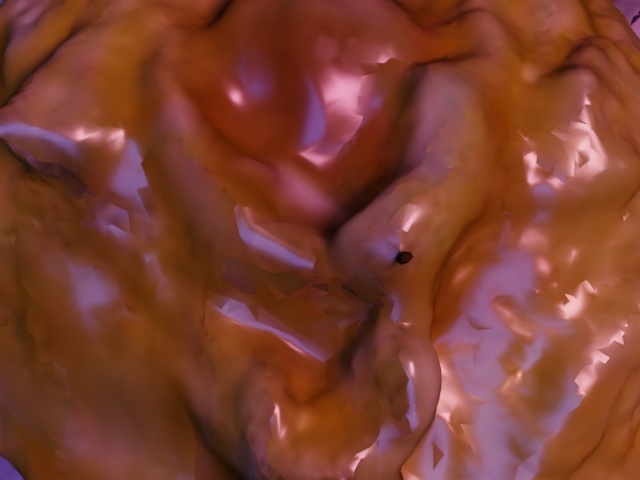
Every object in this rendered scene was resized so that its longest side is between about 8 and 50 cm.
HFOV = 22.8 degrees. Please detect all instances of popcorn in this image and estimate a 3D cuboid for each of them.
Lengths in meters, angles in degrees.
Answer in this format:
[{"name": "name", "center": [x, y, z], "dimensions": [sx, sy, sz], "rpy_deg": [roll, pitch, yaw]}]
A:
[{"name": "popcorn", "center": [-0.005, 0.007, 0.497], "dimensions": [0.249, 0.225, 0.249], "rpy_deg": [10, 122, 17]}]
